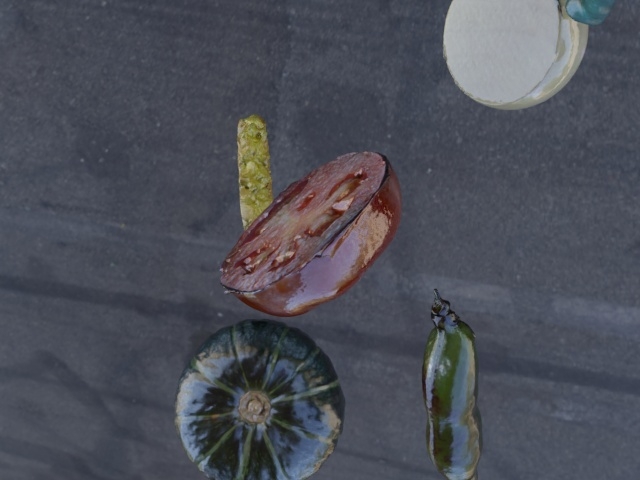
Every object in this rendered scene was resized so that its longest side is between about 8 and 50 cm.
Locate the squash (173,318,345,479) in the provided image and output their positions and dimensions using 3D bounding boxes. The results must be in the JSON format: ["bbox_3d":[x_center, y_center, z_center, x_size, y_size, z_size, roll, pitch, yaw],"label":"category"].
[{"bbox_3d":[-0.091,0.242,1.078,0.252,0.252,0.165,14,173,3],"label":"squash"}]

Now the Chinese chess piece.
[{"bbox_3d":[0.326,-0.346,1.237,0.251,0.097,0.250,16,112,46],"label":"Chinese chess piece"}]

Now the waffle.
[{"bbox_3d":[-0.114,-0.111,1.306,0.057,0.219,0.229,-5,169,-3],"label":"waffle"}]

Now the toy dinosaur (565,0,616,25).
[{"bbox_3d":[0.181,-0.222,0.382,0.383,0.331,0.129,44,100,0],"label":"toy dinosaur"}]

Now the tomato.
[{"bbox_3d":[0.000,0.002,0.774,0.225,0.225,0.085,-23,115,35],"label":"tomato"}]

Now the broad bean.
[{"bbox_3d":[0.153,0.203,0.848,0.061,0.077,0.338,13,129,32],"label":"broad bean"}]
